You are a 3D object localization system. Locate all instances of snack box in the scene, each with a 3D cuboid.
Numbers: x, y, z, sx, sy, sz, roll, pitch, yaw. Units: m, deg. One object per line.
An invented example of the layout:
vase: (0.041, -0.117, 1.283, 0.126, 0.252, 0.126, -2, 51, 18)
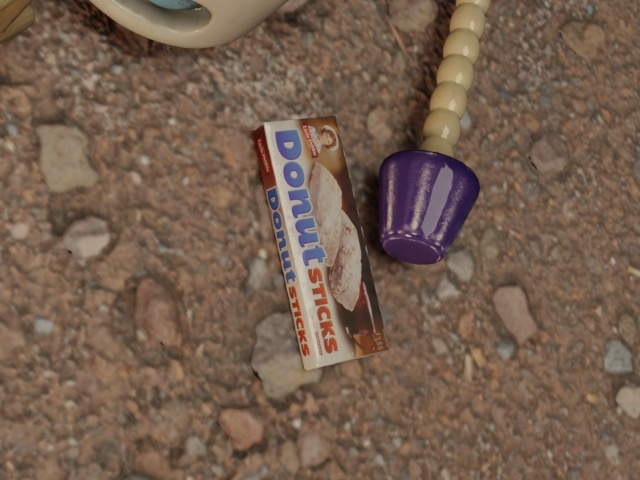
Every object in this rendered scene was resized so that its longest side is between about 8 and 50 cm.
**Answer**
snack box: (0.000, 0.000, 0.784, 0.064, 0.022, 0.178, -10, 84, -32)

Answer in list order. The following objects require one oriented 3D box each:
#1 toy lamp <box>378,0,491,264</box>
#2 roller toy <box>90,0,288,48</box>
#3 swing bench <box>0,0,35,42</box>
toy lamp: (0.102, -0.112, 0.843, 0.080, 0.080, 0.274, 29, 64, -24)
roller toy: (-0.084, -0.235, 0.713, 0.191, 0.146, 0.209, -20, 84, -43)
swing bench: (-0.297, -0.181, 0.555, 0.255, 0.165, 0.253, -43, 103, -32)
